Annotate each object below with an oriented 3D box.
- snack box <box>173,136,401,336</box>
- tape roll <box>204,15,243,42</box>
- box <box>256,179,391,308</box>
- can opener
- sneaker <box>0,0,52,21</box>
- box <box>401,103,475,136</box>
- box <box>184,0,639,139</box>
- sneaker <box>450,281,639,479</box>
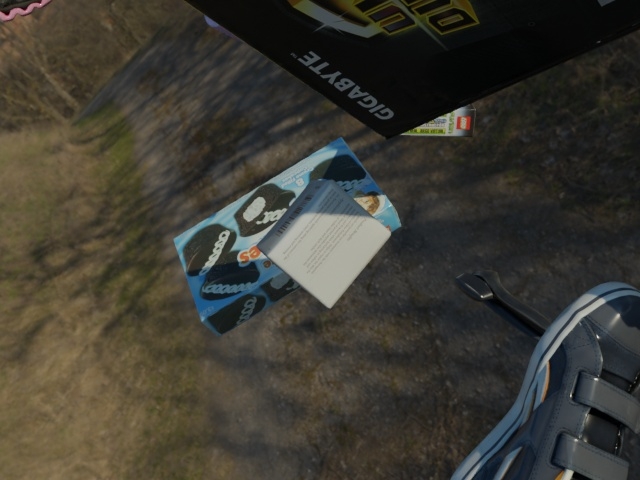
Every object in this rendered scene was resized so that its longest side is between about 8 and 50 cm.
[{"bbox_3d":[-0.059,-0.012,0.938,0.322,0.060,0.187,-32,48,1],"label":"snack box"},{"bbox_3d":[-0.046,-0.300,0.647,0.189,0.080,0.189,-29,51,45],"label":"tape roll"},{"bbox_3d":[0.000,0.000,0.640,0.101,0.087,0.102,-50,13,-4],"label":"box"},{"bbox_3d":[0.304,0.109,0.993,0.073,0.059,0.186,-29,46,-22],"label":"can opener"},{"bbox_3d":[-0.183,-0.137,0.282,0.057,0.119,0.047,105,148,-41],"label":"sneaker"},{"bbox_3d":[0.143,-0.188,0.827,0.114,0.036,0.207,2,26,6],"label":"box"},{"bbox_3d":[0.042,-0.192,0.332,0.257,0.322,0.079,-20,59,37],"label":"box"},{"bbox_3d":[0.264,0.202,0.625,0.321,0.126,0.127,-61,21,10],"label":"sneaker"}]
